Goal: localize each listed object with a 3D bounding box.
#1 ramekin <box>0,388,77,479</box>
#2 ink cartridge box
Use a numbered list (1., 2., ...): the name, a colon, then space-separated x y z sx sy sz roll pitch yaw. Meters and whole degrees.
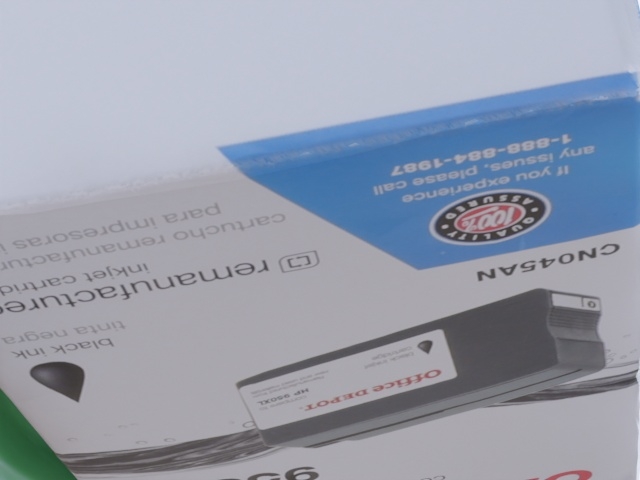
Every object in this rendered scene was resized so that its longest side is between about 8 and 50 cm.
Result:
1. ramekin: -0.123 0.046 1.068 0.303 0.303 0.148 33 3 2
2. ink cartridge box: 0.000 0.000 0.765 0.285 0.166 0.395 -10 -30 5
